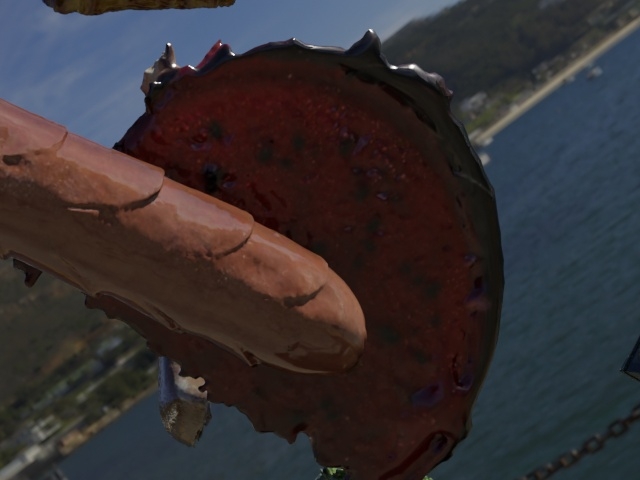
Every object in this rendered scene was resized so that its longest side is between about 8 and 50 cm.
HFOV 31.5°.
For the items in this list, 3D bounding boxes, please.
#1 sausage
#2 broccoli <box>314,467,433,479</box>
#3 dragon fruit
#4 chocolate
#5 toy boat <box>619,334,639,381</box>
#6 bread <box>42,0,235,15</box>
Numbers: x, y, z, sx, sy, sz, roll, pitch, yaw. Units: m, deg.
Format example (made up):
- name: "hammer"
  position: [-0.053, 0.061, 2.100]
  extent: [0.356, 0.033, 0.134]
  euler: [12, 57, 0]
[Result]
- name: "sausage"
  position: [-0.130, -0.011, 0.640]
  extent: [0.088, 0.433, 0.088]
  euler: [-34, 43, 38]
- name: "broccoli"
  position: [0.038, 0.356, 1.387]
  extent: [0.198, 0.177, 0.275]
  euler: [-41, -15, 15]
- name: "dragon fruit"
  position: [0.000, 0.000, 0.810]
  extent: [0.282, 0.343, 0.100]
  euler: [-49, 15, 5]
- name: "chocolate"
  position: [-0.164, 0.128, 1.440]
  extent: [0.161, 0.083, 0.261]
  euler: [112, 168, -54]
- name: "toy boat"
  position: [0.535, 0.085, 1.595]
  extent: [0.296, 0.114, 0.122]
  euler: [-62, 15, -3]
- name: "bread"
  position: [-0.205, -0.308, 1.209]
  extent: [0.222, 0.181, 0.096]
  euler: [-8, -58, -24]
